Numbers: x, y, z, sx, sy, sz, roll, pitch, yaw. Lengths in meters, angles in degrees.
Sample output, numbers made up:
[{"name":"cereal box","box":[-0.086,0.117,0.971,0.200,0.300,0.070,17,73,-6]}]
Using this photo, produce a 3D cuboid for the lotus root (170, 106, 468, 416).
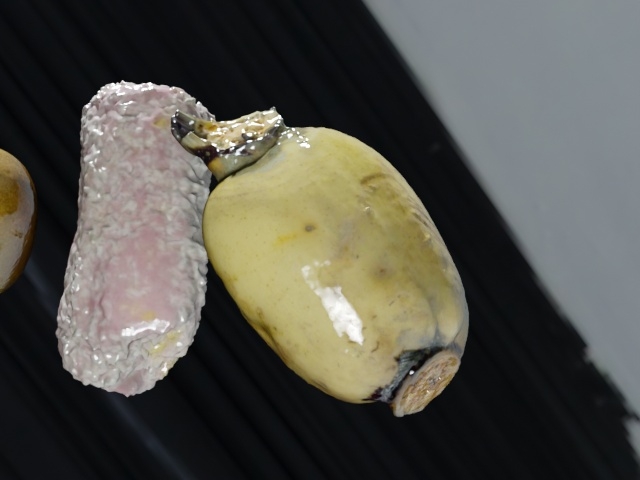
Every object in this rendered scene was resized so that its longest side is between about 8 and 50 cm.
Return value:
[{"name":"lotus root","box":[0.000,0.000,1.089,0.118,0.221,0.125,-39,-15,13]}]

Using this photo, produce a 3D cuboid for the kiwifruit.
[{"name":"kiwifruit","box":[-0.208,-0.009,1.169,0.075,0.075,0.124,-45,-15,-33]}]

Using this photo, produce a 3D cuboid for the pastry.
[{"name":"pastry","box":[-0.124,-0.025,1.348,0.112,0.103,0.265,113,161,-51]}]
